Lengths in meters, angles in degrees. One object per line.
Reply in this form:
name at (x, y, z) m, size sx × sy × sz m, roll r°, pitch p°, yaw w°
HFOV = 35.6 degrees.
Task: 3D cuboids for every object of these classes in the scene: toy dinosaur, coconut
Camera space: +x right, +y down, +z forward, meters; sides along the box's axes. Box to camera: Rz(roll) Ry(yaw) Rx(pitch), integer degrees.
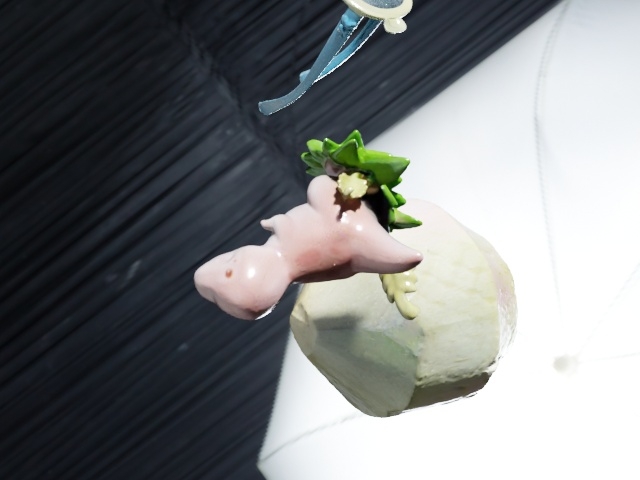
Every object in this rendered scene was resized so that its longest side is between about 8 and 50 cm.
toy dinosaur at (0.002, -0.005, 0.883) m, size 0.152 × 0.194 × 0.177 m, roll 93°, pitch 15°, yaw -46°
coconut at (0.086, 0.085, 1.144) m, size 0.259 × 0.259 × 0.259 m, roll 53°, pitch 4°, yaw -5°

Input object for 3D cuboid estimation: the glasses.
glasses at (0.014, -0.238, 1.114) m, size 0.088 × 0.221 × 0.189 m, roll 54°, pitch 34°, yaw -10°
